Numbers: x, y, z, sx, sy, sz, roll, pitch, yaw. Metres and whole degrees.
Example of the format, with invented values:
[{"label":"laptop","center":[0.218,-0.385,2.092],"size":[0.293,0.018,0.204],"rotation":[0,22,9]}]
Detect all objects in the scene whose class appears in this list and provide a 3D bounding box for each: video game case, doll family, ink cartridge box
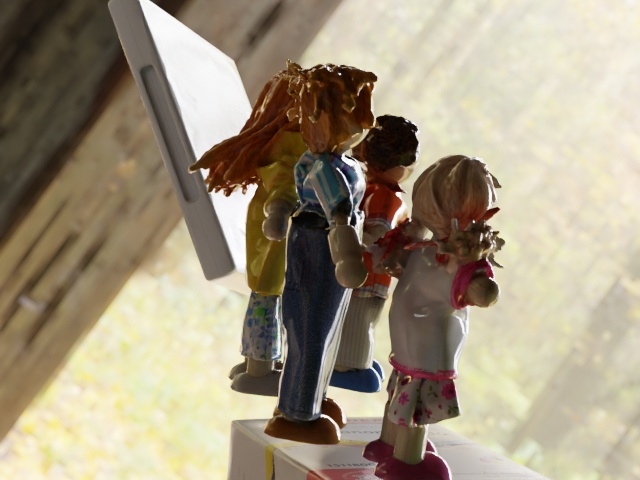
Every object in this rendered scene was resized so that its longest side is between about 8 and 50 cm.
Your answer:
[{"label":"video game case","center":[-0.071,-0.056,1.376],"size":[0.227,0.026,0.206],"rotation":[25,43,-73]},{"label":"doll family","center":[0.000,0.000,0.878],"size":[0.118,0.163,0.263],"rotation":[6,8,-10]},{"label":"ink cartridge box","center":[0.023,0.129,0.956],"size":[0.115,0.067,0.198],"rotation":[2,5,-21]}]
